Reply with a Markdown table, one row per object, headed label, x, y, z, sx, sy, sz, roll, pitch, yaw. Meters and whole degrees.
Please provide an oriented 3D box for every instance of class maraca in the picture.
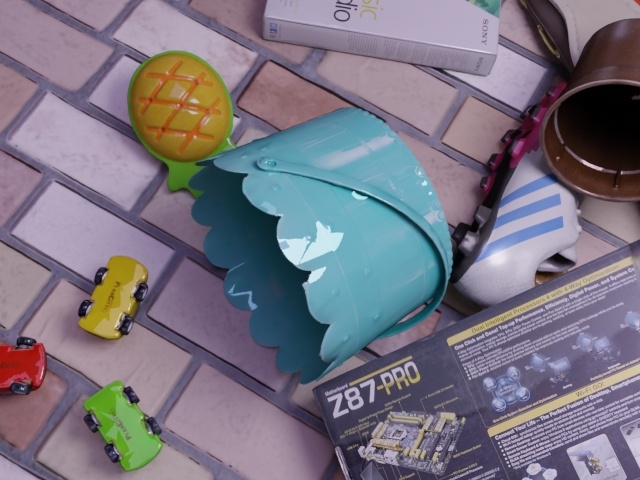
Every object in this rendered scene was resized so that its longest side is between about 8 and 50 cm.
| label | x | y | z | sx | sy | sz | roll | pitch | yaw |
| --- | --- | --- | --- | --- | --- | --- | --- | --- | --- |
| maraca | -0.167 | -0.145 | 1.062 | 0.127 | 0.099 | 0.186 | -23 | 96 | -3 |

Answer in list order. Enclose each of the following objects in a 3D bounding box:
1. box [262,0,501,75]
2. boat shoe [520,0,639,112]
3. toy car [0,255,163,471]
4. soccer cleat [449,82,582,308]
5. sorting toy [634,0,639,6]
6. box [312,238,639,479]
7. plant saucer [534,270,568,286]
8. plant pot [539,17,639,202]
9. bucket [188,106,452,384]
| label | x | y | z | sx | sy | sz | roll | pitch | yaw |
| --- | --- | --- | --- | --- | --- | --- | --- | --- | --- |
| box | 0.094 | -0.365 | 1.191 | 0.321 | 0.058 | 0.233 | 9 | 68 | -2 |
| boat shoe | 0.362 | -0.288 | 1.158 | 0.116 | 0.097 | 0.325 | -26 | 70 | -2 |
| toy car | -0.254 | 0.160 | 0.950 | 0.239 | 0.053 | 0.225 | -34 | 75 | -16 |
| soccer cleat | 0.268 | -0.046 | 1.050 | 0.143 | 0.116 | 0.331 | 34 | 65 | -4 |
| sorting toy | 0.491 | -0.303 | 1.210 | 0.208 | 0.038 | 0.193 | -8 | 69 | -8 |
| box | 0.227 | 0.222 | 0.876 | 0.394 | 0.097 | 0.318 | -26 | 73 | 8 |
| plant saucer | 0.274 | 0.047 | 1.061 | 0.083 | 0.015 | 0.084 | 2 | 68 | -4 |
| plant pot | 0.352 | -0.159 | 0.979 | 0.166 | 0.167 | 0.165 | 24 | 50 | 5 |
| bucket | 0.000 | 0.000 | 0.927 | 0.183 | 0.281 | 0.281 | -29 | 73 | -21 |
